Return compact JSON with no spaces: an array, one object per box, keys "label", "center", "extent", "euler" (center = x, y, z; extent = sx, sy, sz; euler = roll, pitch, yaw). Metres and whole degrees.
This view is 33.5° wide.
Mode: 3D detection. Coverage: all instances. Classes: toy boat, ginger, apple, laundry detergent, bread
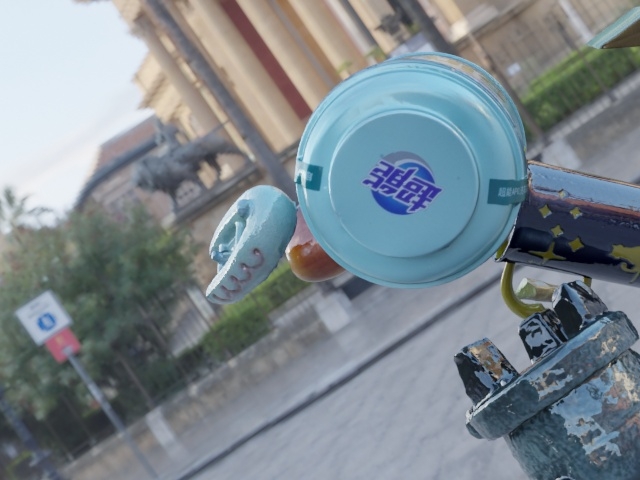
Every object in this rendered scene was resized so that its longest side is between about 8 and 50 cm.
[{"label":"toy boat","center":[-0.110,0.000,1.450],"extent":[0.208,0.079,0.134],"euler":[-42,35,46]},{"label":"ginger","center":[0.400,0.092,1.919],"extent":[0.137,0.044,0.057],"euler":[7,-26,-14]},{"label":"apple","center":[0.000,0.000,2.315],"extent":[0.199,0.199,0.199],"euler":[-35,0,0]},{"label":"laundry detergent","center":[0.124,-0.096,1.385],"extent":[0.287,0.287,0.305],"euler":[-35,4,16]},{"label":"bread","center":[0.624,-0.403,2.167],"extent":[0.139,0.084,0.074],"euler":[-36,23,-4]}]

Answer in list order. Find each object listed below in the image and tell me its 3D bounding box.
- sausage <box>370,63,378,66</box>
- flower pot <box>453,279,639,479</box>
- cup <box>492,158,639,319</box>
[{"label":"sausage","center":[0.130,-0.275,1.803],"extent":[0.183,0.054,0.062],"euler":[-10,-47,-40]},{"label":"flower pot","center":[0.348,0.237,1.544],"extent":[0.299,0.282,0.299],"euler":[-32,-12,-8]},{"label":"cup","center":[0.412,0.001,1.730],"extent":[0.255,0.256,0.178],"euler":[107,175,-51]}]
